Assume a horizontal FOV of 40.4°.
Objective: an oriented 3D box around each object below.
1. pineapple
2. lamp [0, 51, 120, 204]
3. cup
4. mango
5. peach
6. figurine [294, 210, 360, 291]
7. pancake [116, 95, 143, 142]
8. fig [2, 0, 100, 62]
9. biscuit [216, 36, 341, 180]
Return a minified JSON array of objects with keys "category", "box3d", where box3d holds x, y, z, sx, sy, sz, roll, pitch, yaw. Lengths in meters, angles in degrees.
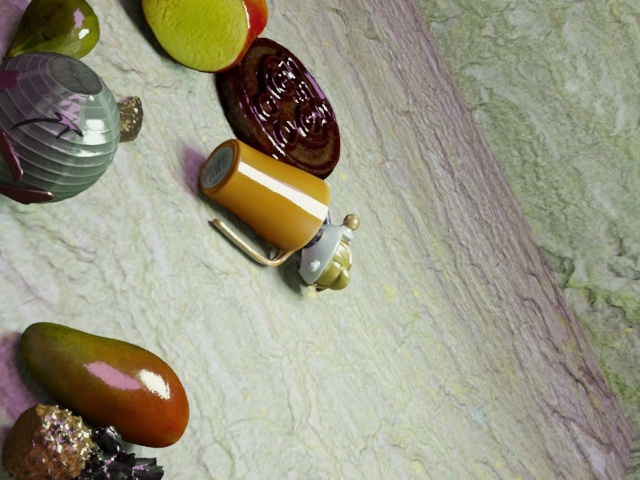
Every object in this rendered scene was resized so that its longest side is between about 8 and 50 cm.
[{"category":"pineapple","box3d":[-0.329,0.316,1.233,0.237,0.119,0.111,34,28,-37]},{"category":"lamp","box3d":[-0.428,-0.167,1.339,0.233,0.233,0.265,30,22,-45]},{"category":"cup","box3d":[-0.125,-0.078,1.839,0.264,0.182,0.226,31,74,-34]},{"category":"mango","box3d":[-0.316,0.220,1.314,0.289,0.129,0.146,29,40,-34]},{"category":"peach","box3d":[-0.264,-0.508,1.867,0.275,0.248,0.245,43,0,-31]},{"category":"figurine","box3d":[0.005,-0.010,1.949,0.133,0.194,0.274,24,48,-28]},{"category":"pancake","box3d":[-0.412,-0.265,1.644,0.190,0.020,0.184,51,32,-23]},{"category":"fig","box3d":[-0.486,-0.364,1.543,0.133,0.185,0.126,53,-10,-13]},{"category":"biscuit","box3d":[-0.088,-0.322,2.136,0.407,0.091,0.407,37,40,-39]}]
